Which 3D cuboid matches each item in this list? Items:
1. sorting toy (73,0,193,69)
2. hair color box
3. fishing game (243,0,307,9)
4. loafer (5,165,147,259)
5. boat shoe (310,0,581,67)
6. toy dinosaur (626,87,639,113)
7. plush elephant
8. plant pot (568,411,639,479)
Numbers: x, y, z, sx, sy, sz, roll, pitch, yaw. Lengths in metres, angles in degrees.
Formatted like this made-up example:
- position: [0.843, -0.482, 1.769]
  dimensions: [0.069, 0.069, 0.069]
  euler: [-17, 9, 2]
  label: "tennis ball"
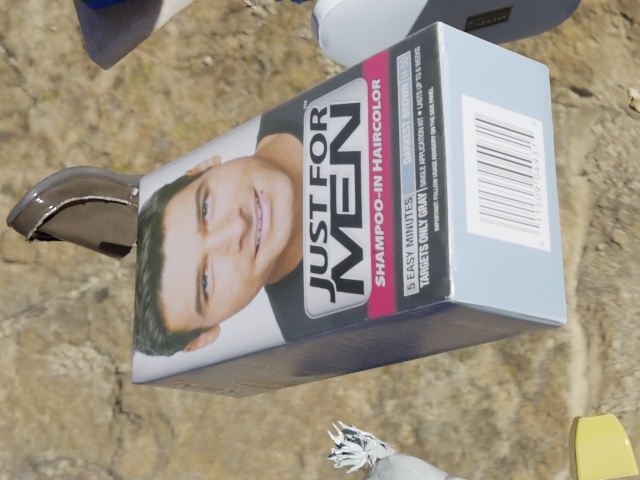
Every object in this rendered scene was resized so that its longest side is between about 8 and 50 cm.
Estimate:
- position: [-0.198, -0.363, 1.255]
  dimensions: [0.255, 0.089, 0.257]
  euler: [-35, 50, 15]
  label: "sorting toy"
- position: [0.000, 0.000, 0.858]
  dimensions: [0.374, 0.114, 0.185]
  euler: [-21, 64, 48]
  label: "hair color box"
- position: [-0.050, -0.422, 1.835]
  dimensions: [0.264, 0.189, 0.041]
  euler: [-1, 72, 28]
  label: "fishing game"
- position: [-0.210, -0.023, 1.137]
  dimensions: [0.080, 0.220, 0.078]
  euler: [-44, 69, 32]
  label: "loafer"
- position: [0.116, -0.252, 1.133]
  dimensions: [0.105, 0.306, 0.113]
  euler: [57, 154, 34]
  label: "boat shoe"
- position: [0.426, -0.124, 1.281]
  dimensions: [0.183, 0.093, 0.053]
  euler: [27, 109, 43]
  label: "toy dinosaur"
- position: [0.105, 0.431, 1.551]
  dimensions: [0.272, 0.330, 0.255]
  euler: [-11, 51, 63]
  label: "plush elephant"
- position: [0.376, 0.276, 1.539]
  dimensions: [0.082, 0.081, 0.083]
  euler: [-8, 84, 4]
  label: "plant pot"
